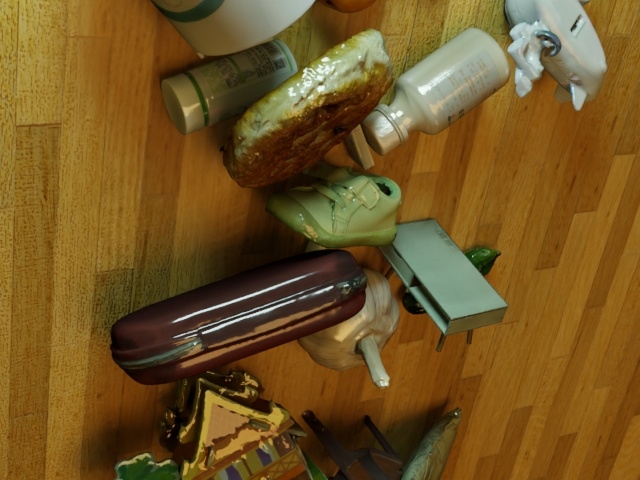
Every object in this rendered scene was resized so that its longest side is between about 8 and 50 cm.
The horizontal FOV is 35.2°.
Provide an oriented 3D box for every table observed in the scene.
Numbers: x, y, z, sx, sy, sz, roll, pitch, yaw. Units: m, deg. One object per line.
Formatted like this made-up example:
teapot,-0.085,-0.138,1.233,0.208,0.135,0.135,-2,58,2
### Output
table,0.199,0.084,1.767,0.122,0.240,0.111,-9,134,-28

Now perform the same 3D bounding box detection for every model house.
model house,-0.217,0.362,1.723,0.358,0.242,0.312,-30,115,-12

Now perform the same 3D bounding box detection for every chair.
chair,0.077,0.465,1.869,0.183,0.326,0.175,24,103,-39

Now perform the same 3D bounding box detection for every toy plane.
toy plane,0.389,-0.337,1.674,0.267,0.123,0.266,5,82,-42

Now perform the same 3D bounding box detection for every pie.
pie,-0.020,-0.177,1.445,0.315,0.092,0.315,-37,174,-5

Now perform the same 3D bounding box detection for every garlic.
garlic,0.070,0.166,1.741,0.199,0.226,0.199,-15,128,-19

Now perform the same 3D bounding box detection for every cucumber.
cucumber,0.251,0.073,1.911,0.227,0.069,0.069,-30,131,-20

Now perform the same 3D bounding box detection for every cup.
cup,-0.127,-0.407,1.264,0.257,0.219,0.289,48,58,-43

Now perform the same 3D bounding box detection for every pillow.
pillow,0.188,0.507,2.067,0.281,0.076,0.274,-39,151,-55

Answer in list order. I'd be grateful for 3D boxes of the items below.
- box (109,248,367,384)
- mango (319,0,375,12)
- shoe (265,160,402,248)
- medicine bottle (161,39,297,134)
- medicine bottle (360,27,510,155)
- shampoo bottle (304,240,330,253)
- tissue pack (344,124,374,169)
box,-0.126,0.116,1.560,0.404,0.263,0.108,-18,96,-17
mango,0.058,-0.427,1.425,0.141,0.102,0.217,3,116,-30
shoe,0.024,-0.057,1.606,0.262,0.140,0.128,8,97,-45
medicine bottle,-0.128,-0.221,1.450,0.183,0.086,0.086,-23,129,-19
medicine bottle,0.179,-0.233,1.627,0.252,0.114,0.114,-36,132,-9
shampoo bottle,0.000,0.000,1.715,0.049,0.034,0.141,1,116,-30
tissue pack,0.053,-0.168,1.625,0.023,0.056,0.108,-33,132,-11
